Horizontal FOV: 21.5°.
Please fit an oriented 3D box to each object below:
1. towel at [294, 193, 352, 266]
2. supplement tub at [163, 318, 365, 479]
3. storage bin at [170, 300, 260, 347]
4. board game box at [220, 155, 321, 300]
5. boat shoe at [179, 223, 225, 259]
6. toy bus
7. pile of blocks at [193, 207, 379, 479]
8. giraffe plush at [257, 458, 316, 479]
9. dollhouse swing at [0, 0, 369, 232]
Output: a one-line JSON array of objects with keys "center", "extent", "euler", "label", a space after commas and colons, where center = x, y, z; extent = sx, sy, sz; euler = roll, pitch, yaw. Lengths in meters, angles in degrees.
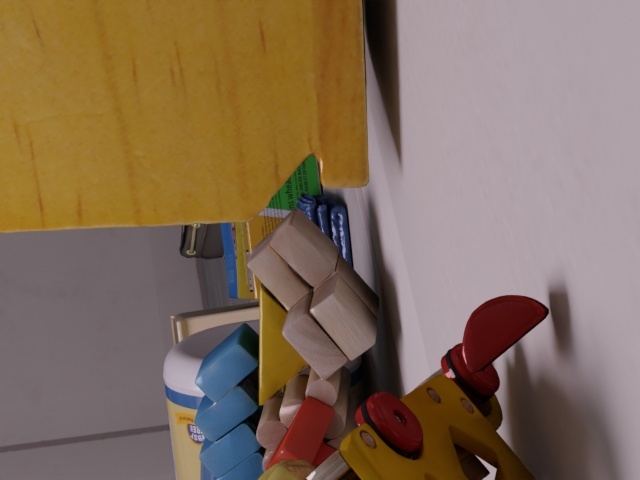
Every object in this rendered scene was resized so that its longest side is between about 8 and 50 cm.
[{"center": [0.000, 0.000, 1.257], "extent": [0.119, 0.029, 0.067], "euler": [-151, 53, -81], "label": "towel"}, {"center": [-0.034, 0.167, 1.220], "extent": [0.144, 0.144, 0.199], "euler": [-129, 32, -77], "label": "supplement tub"}, {"center": [-0.067, 0.188, 1.622], "extent": [0.262, 0.123, 0.260], "euler": [169, 93, -83], "label": "storage bin"}, {"center": [-0.053, -0.069, 1.475], "extent": [0.316, 0.064, 0.242], "euler": [161, 102, -83], "label": "board game box"}, {"center": [-0.130, -0.104, 1.960], "extent": [0.109, 0.091, 0.305], "euler": [-107, 12, -54], "label": "boat shoe"}, {"center": [0.042, 0.119, 0.694], "extent": [0.104, 0.202, 0.191], "euler": [51, 158, 9], "label": "toy bus"}, {"center": [-0.028, 0.168, 1.082], "extent": [0.112, 0.149, 0.362], "euler": [-75, -19, -74], "label": "pile of blocks"}, {"center": [0.015, 0.233, 0.927], "extent": [0.170, 0.210, 0.181], "euler": [27, 120, 43], "label": "giraffe plush"}, {"center": [-0.151, -0.214, 1.029], "extent": [0.305, 0.347, 0.315], "euler": [-90, -3, -63], "label": "dollhouse swing"}]
